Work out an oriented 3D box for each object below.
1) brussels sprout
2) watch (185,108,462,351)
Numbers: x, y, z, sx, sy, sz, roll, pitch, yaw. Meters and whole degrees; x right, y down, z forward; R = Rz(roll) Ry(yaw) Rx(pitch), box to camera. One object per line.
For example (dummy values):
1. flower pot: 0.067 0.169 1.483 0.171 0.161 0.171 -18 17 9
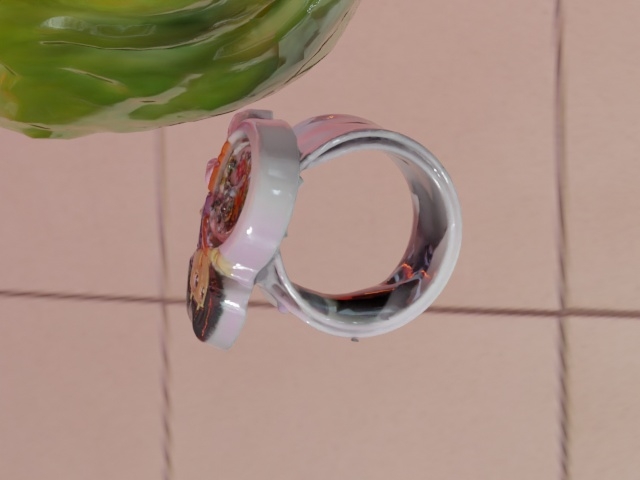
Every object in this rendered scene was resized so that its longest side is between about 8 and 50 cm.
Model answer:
1. brussels sprout: -0.111 -0.170 0.828 0.344 0.344 0.268 -35 74 30
2. watch: 0.000 0.000 1.823 0.196 0.231 0.244 -151 72 -67
